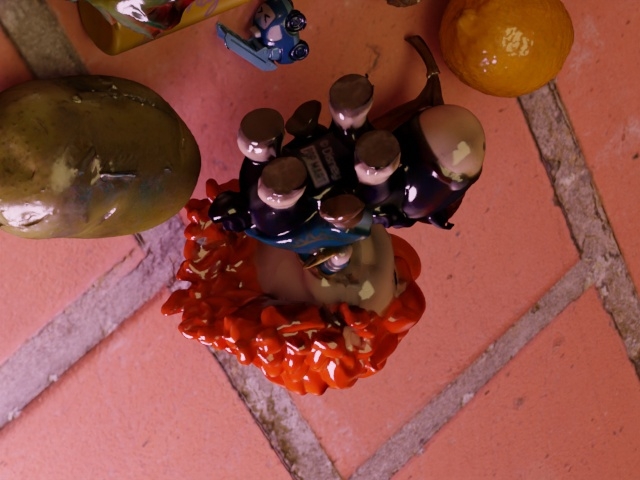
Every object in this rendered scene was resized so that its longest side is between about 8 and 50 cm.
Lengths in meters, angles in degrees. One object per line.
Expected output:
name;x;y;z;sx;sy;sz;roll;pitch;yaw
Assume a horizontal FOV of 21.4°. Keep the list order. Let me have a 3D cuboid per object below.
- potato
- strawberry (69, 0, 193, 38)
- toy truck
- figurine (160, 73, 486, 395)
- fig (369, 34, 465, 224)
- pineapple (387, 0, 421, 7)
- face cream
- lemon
potato;-0.227;-0.079;1.642;0.248;0.143;0.169;3;120;-40
strawberry;-0.181;-0.341;1.516;0.238;0.250;0.288;11;81;-8
toy truck;-0.062;-0.214;1.775;0.090;0.056;0.073;-17;127;-17
figurine;0.007;-0.008;1.731;0.306;0.241;0.412;-21;152;-39
fig;0.116;-0.123;1.913;0.146;0.134;0.201;28;82;-56
pineapple;0.072;-0.329;1.817;0.074;0.074;0.159;-39;123;-18
face cream;-0.107;-0.266;1.693;0.273;0.078;0.078;-26;124;-27
lemon;0.214;-0.233;1.924;0.187;0.142;0.142;-1;111;-43
